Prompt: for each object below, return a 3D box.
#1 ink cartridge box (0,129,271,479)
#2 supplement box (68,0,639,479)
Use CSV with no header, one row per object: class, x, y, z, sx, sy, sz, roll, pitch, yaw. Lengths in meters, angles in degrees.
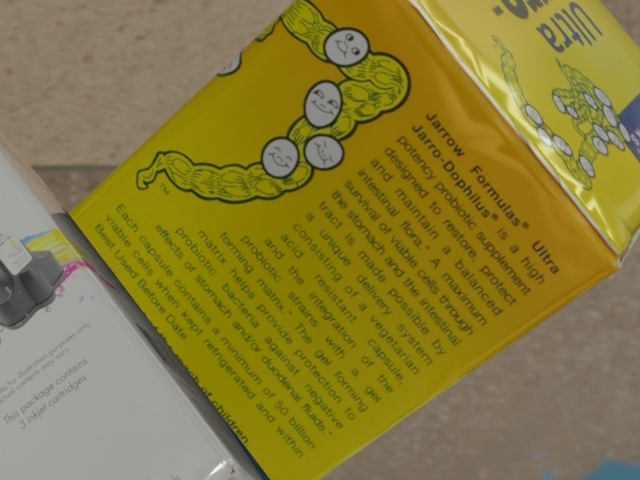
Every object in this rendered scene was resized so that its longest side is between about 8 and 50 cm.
ink cartridge box,-0.088,0.025,0.508,0.062,0.181,0.104,-38,159,-4
supplement box,0.000,0.000,0.953,0.195,0.356,0.194,51,31,0
